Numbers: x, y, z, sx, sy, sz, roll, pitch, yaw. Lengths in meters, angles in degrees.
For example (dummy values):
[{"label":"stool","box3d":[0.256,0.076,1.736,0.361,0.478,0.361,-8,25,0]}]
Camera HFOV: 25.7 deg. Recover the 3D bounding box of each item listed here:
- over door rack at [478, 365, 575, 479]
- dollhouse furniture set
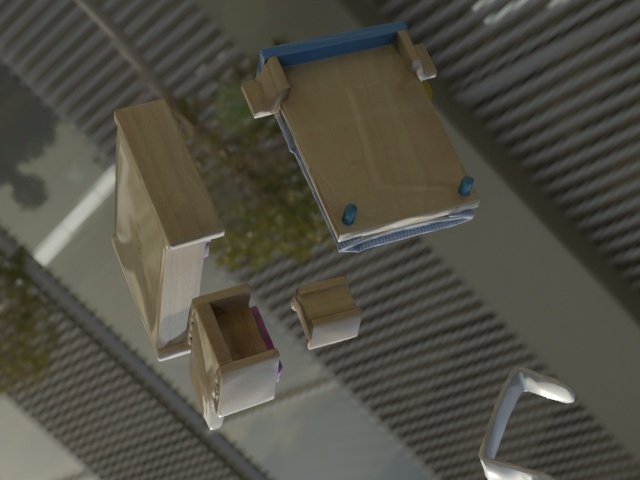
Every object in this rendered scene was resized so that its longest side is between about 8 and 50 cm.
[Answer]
[{"label":"over door rack","box3d":[0.207,0.230,0.658,0.324,0.239,0.108,31,-114,35]},{"label":"dollhouse furniture set","box3d":[0.000,0.000,1.214,0.303,0.286,0.198,-16,152,-18]}]
